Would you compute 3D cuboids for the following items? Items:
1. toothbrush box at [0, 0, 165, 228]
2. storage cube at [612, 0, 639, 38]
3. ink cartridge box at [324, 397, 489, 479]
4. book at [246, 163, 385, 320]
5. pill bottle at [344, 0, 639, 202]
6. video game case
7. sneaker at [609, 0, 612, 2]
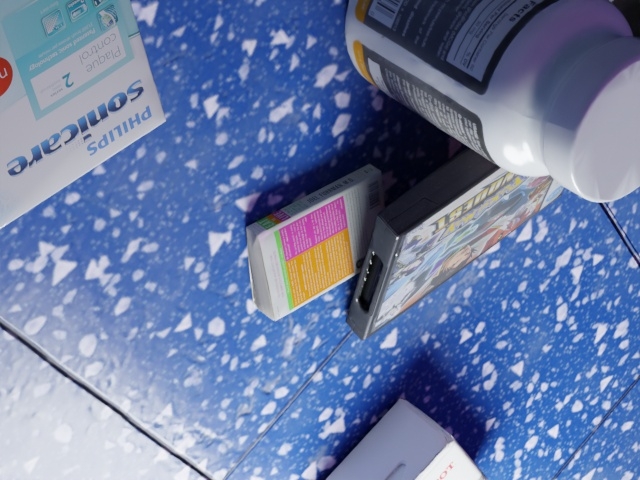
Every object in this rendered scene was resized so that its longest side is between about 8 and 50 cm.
[{"bbox_3d":[-0.252,-0.160,1.064,0.216,0.126,0.295,-35,137,-25],"label":"toothbrush box"},{"bbox_3d":[0.388,-0.202,1.588,0.193,0.183,0.215,30,95,-50],"label":"storage cube"},{"bbox_3d":[0.103,0.294,1.737,0.158,0.092,0.218,-47,141,-8],"label":"ink cartridge box"},{"bbox_3d":[0.000,0.000,1.485,0.144,0.035,0.096,-27,130,-28],"label":"book"},{"bbox_3d":[0.161,-0.150,1.341,0.162,0.278,0.162,-24,132,-29],"label":"pill bottle"},{"bbox_3d":[0.150,-0.035,1.514,0.275,0.035,0.248,-36,164,-20],"label":"video game case"},{"bbox_3d":[0.275,-0.275,1.497,0.211,0.080,0.081,-35,129,-5],"label":"sneaker"}]
